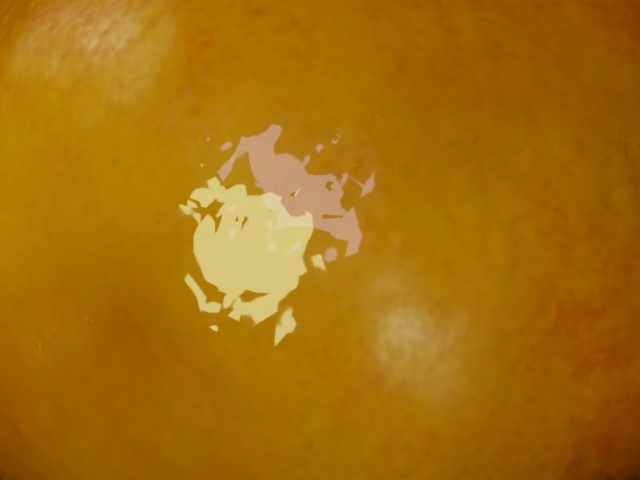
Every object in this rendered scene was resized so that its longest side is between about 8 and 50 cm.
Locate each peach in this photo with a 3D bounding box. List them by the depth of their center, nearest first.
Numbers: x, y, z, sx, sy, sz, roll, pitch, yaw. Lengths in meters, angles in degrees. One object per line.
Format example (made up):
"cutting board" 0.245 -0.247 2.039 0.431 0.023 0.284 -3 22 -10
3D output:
"peach" 0.000 -0.004 0.672 0.289 0.289 0.308 -39 68 2
